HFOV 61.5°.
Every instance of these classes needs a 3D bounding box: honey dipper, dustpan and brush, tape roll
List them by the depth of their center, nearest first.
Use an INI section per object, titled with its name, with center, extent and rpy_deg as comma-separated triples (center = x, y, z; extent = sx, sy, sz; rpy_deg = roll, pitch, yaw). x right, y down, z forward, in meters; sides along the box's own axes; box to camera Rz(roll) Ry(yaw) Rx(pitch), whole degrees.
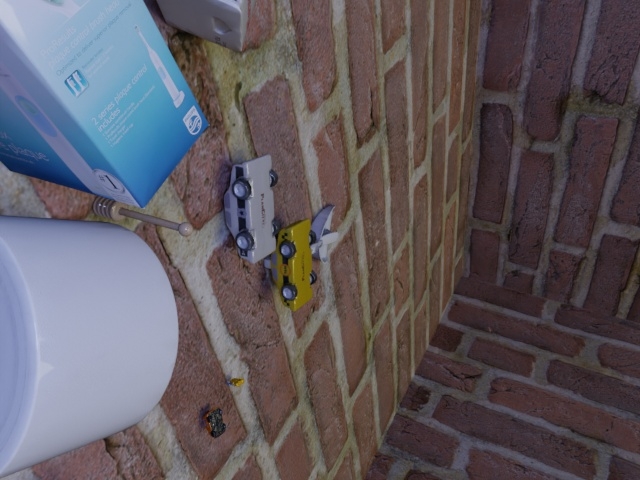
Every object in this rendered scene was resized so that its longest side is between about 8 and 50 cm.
[tape roll]
center = -0.293, 0.097, 0.544
extent = 0.169, 0.245, 0.247
rpy_deg = 1, 103, -64
[honey dipper]
center = -0.229, -0.028, 0.696
extent = 0.030, 0.160, 0.031
rpy_deg = -39, 137, -49
[dustpan and brush]
center = 0.000, 0.000, 1.285
extent = 0.211, 0.060, 0.148
rpy_deg = -21, 122, -59

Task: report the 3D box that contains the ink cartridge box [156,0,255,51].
[ink cartridge box]
center = -0.113, -0.411, 0.663
extent = 0.207, 0.117, 0.283
rpy_deg = -151, -102, -80

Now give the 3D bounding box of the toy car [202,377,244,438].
[toy car]
center = -0.196, 0.340, 1.097
extent = 0.122, 0.040, 0.060
rpy_deg = -47, 122, -41

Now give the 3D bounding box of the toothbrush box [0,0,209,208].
[toothbrush box]
center = -0.267, -0.184, 0.475
extent = 0.126, 0.216, 0.296
rpy_deg = -60, 151, -28

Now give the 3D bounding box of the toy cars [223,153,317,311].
[toy cars]
center = -0.102, -0.007, 1.059
extent = 0.177, 0.087, 0.394
rpy_deg = -68, 151, -25
